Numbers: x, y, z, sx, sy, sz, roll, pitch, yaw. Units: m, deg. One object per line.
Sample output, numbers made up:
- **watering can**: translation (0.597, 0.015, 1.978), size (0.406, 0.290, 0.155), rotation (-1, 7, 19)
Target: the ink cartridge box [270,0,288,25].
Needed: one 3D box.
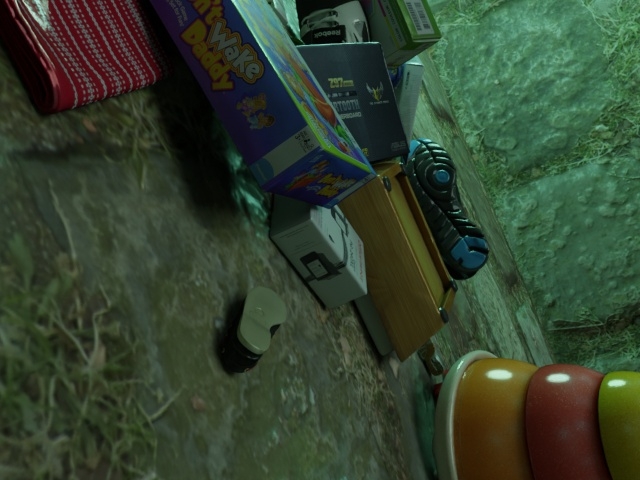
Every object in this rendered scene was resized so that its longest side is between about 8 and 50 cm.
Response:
- **ink cartridge box**: translation (-0.079, -0.382, 1.396), size (0.048, 0.028, 0.083), rotation (34, 38, -59)

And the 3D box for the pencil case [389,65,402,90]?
- **pencil case**: translation (0.102, -0.432, 1.804), size (0.119, 0.133, 0.306), rotation (44, 27, -34)

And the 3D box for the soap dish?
- **soap dish**: translation (0.108, 0.016, 1.316), size (0.290, 0.118, 0.229), rotation (66, 18, -5)

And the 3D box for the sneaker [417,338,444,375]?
- **sneaker**: translation (0.188, 0.196, 1.480), size (0.037, 0.032, 0.083), rotation (-100, 167, -73)

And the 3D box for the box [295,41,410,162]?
- **box**: translation (0.027, -0.197, 1.263), size (0.233, 0.059, 0.183), rotation (-16, 90, -48)

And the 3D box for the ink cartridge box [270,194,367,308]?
- **ink cartridge box**: translation (0.000, 0.000, 1.113), size (0.150, 0.063, 0.109), rotation (53, 22, -34)

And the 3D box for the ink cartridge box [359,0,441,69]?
- **ink cartridge box**: translation (0.074, -0.398, 1.581), size (0.097, 0.255, 0.188), rotation (-17, 84, -46)

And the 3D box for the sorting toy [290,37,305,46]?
- **sorting toy**: translation (-0.043, -0.259, 1.307), size (0.042, 0.061, 0.102), rotation (-34, 124, -72)

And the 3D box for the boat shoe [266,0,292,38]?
- **boat shoe**: translation (-0.082, -0.352, 1.320), size (0.153, 0.048, 0.056), rotation (66, 18, -4)

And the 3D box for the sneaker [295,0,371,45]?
- **sneaker**: translation (0.024, -0.322, 1.462), size (0.146, 0.122, 0.330), rotation (-12, 83, -68)

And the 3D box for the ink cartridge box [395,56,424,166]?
- **ink cartridge box**: translation (0.172, -0.302, 1.852), size (0.223, 0.045, 0.224), rotation (-97, -167, -65)

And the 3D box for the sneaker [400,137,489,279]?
- **sneaker**: translation (0.261, -0.066, 1.905), size (0.139, 0.125, 0.340), rotation (96, -24, -70)

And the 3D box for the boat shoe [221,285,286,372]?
- **boat shoe**: translation (-0.068, 0.087, 0.861), size (0.049, 0.042, 0.133), rotation (38, 23, -7)

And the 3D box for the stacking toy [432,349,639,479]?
- **stacking toy**: translation (0.444, 0.311, 1.276), size (0.351, 0.480, 0.350), rotation (28, 55, -49)

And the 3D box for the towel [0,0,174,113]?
- **towel**: translation (-0.229, -0.227, 0.788), size (0.198, 0.031, 0.275), rotation (65, 18, -11)

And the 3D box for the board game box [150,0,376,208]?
- **board game box**: translation (-0.081, -0.208, 0.979), size (0.347, 0.078, 0.233), rotation (59, 13, 11)

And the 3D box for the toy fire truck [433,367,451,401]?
- **toy fire truck**: translation (0.262, 0.299, 1.529), size (0.192, 0.047, 0.135), rotation (60, 20, -25)
